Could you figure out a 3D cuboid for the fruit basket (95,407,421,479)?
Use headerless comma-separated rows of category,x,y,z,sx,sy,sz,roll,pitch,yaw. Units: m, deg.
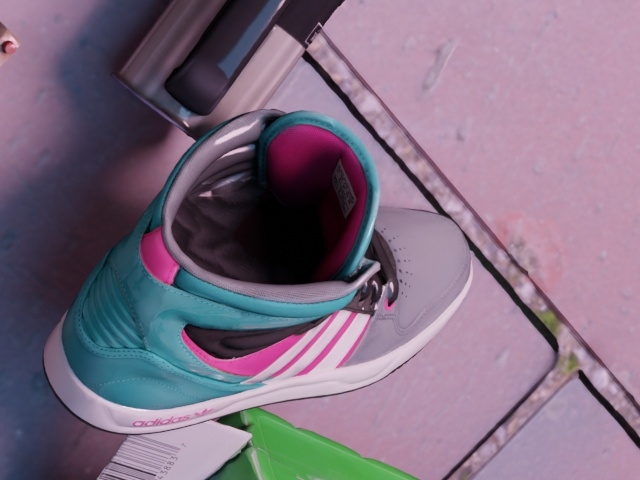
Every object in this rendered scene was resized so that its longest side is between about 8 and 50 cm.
fruit basket,-0.061,0.276,1.245,0.327,0.165,0.353,25,119,-24

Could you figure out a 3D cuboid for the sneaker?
sneaker,0.000,0.000,1.104,0.295,0.124,0.178,-17,156,-39

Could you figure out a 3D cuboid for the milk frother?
milk frother,-0.072,-0.141,1.093,0.143,0.129,0.134,37,91,10

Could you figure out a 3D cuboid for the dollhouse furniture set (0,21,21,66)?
dollhouse furniture set,-0.270,-0.092,0.982,0.184,0.129,0.129,-45,123,-4
